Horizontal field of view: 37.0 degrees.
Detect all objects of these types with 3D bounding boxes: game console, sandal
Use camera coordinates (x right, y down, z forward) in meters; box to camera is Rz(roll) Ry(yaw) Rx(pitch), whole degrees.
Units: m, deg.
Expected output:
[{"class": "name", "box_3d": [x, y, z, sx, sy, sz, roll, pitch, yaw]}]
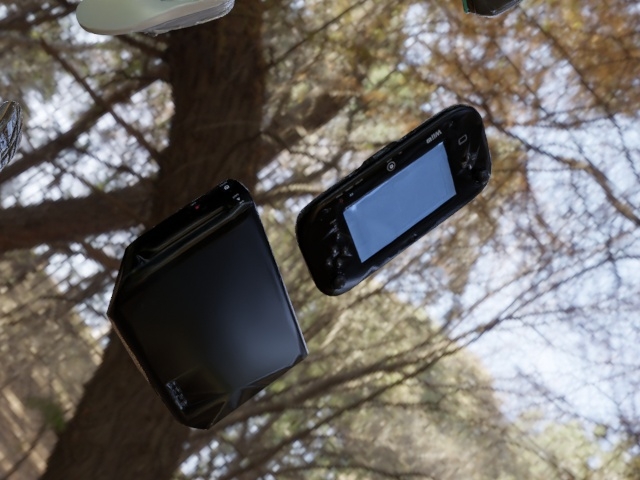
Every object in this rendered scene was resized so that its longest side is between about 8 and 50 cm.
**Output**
[{"class": "game console", "box_3d": [0.000, 0.000, 0.795, 0.044, 0.361, 0.213, 43, -19, 36]}, {"class": "sandal", "box_3d": [-0.422, -0.101, 1.153, 0.060, 0.219, 0.090, 13, -47, -2]}]

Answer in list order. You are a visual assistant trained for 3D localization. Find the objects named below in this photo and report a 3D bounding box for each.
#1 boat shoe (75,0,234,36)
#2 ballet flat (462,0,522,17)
[{"class": "boat shoe", "box_3d": [-0.228, -0.325, 1.357, 0.081, 0.227, 0.079, 91, -17, -69]}, {"class": "ballet flat", "box_3d": [0.184, -0.392, 1.074, 0.096, 0.095, 0.281, -8, -57, 19]}]
